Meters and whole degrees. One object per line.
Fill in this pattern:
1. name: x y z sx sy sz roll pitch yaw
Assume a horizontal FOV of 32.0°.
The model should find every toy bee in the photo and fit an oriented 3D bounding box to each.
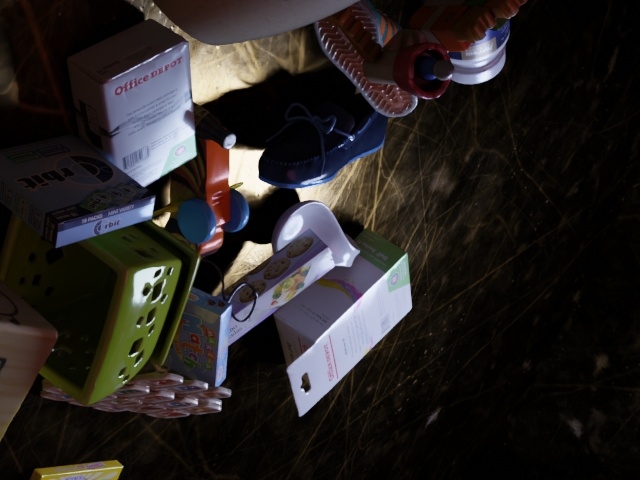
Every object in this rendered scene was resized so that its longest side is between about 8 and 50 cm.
1. toy bee: -0.206 -0.031 1.756 0.195 0.162 0.298 10 85 -51

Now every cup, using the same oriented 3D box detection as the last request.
1. cup: -0.101 -0.387 1.420 0.237 0.331 0.331 -37 157 24

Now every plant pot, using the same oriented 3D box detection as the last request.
1. plant pot: -0.314 0.069 1.605 0.207 0.227 0.228 -13 129 -57

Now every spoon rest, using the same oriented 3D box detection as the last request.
1. spoon rest: 0.000 0.000 2.114 0.137 0.084 0.276 -60 150 6

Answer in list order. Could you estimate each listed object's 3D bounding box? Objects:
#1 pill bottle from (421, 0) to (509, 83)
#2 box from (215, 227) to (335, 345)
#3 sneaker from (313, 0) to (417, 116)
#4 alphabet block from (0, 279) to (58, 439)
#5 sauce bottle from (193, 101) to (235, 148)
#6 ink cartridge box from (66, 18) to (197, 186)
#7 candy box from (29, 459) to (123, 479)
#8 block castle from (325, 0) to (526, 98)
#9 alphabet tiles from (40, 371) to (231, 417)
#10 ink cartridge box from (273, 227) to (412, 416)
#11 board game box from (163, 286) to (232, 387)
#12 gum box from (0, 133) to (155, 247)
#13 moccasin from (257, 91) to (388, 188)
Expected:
1. pill bottle: 0.264 -0.415 2.017 0.153 0.153 0.264 -46 148 -17
2. box: -0.120 0.103 1.999 0.324 0.067 0.063 -36 140 -11
3. sneaker: 0.074 -0.344 1.883 0.302 0.108 0.121 52 30 -44
4. alphabet block: -0.498 0.141 1.437 0.193 0.192 0.197 -58 151 8
5. sauce bottle: -0.176 -0.175 1.649 0.042 0.128 0.042 -35 142 -33
6. ink cartridge box: -0.259 -0.184 1.562 0.153 0.087 0.208 -34 144 -32
7. candy box: -0.443 0.443 1.967 0.206 0.027 0.105 9 108 -57
8. block castle: 0.191 -0.461 1.693 0.453 0.213 0.303 -51 122 -13
9. alphabet tiles: -0.294 0.248 1.771 0.284 0.278 0.021 26 58 -50
10. ink cartridge box: 0.027 0.167 2.275 0.353 0.119 0.207 -42 148 -24
11. board game box: -0.243 0.129 1.764 0.039 0.211 0.160 -48 154 -48
12. gum box: -0.337 -0.069 1.466 0.157 0.184 0.041 -21 135 -45
13. moccasin: 0.002 -0.189 1.917 0.342 0.138 0.116 -38 144 -53
